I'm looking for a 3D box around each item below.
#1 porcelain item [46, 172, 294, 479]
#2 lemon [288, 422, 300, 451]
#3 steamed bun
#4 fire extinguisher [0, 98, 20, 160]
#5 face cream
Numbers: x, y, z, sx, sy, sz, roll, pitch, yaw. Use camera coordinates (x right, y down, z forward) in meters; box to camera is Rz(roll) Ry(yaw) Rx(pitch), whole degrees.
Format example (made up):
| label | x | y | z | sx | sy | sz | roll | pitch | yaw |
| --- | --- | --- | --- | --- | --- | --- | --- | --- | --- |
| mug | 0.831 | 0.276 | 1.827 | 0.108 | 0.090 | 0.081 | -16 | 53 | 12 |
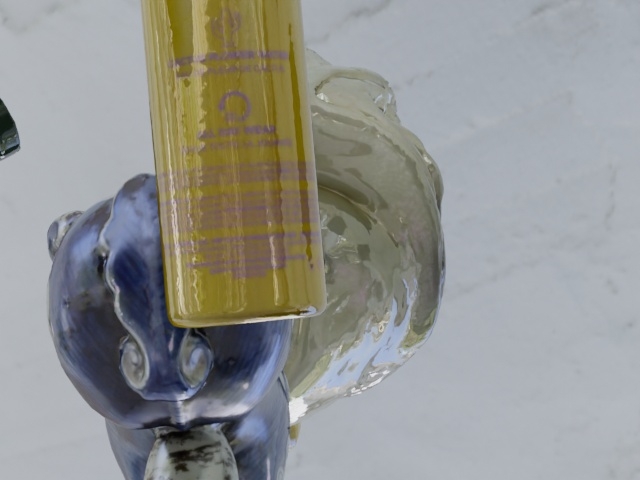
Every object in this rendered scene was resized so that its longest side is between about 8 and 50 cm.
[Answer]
| label | x | y | z | sx | sy | sz | roll | pitch | yaw |
| --- | --- | --- | --- | --- | --- | --- | --- | --- | --- |
| porcelain item | -0.081 | 0.093 | 0.828 | 0.138 | 0.186 | 0.288 | -4 | -30 | -3 |
| lemon | -0.145 | 0.216 | 1.937 | 0.245 | 0.320 | 0.245 | -4 | -65 | -8 |
| steamed bun | 0.000 | 0.000 | 1.295 | 0.247 | 0.352 | 0.339 | 11 | -81 | -7 |
| fire extinguisher | -0.477 | -0.072 | 1.498 | 0.114 | 0.311 | 0.095 | 51 | -30 | 8 |
| face cream | -0.046 | -0.097 | 0.675 | 0.078 | 0.078 | 0.273 | -6 | -92 | 22 |
